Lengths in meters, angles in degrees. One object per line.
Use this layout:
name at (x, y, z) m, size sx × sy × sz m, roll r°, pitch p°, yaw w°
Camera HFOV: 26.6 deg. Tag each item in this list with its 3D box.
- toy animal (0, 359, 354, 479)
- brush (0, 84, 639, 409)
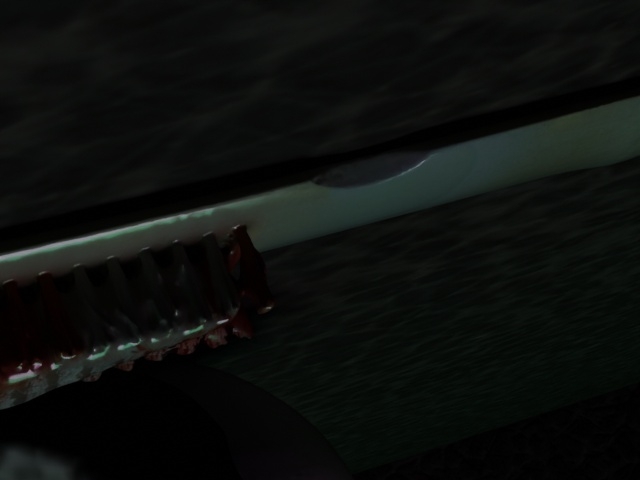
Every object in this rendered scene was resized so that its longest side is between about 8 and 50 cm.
toy animal at (-0.103, 0.158, 0.598) m, size 0.251 × 0.251 × 0.310 m, roll -19°, pitch 176°, yaw 1°
brush at (0.000, 0.000, 0.461) m, size 0.321 × 0.050 × 0.060 m, roll -15°, pitch 163°, yaw -18°
